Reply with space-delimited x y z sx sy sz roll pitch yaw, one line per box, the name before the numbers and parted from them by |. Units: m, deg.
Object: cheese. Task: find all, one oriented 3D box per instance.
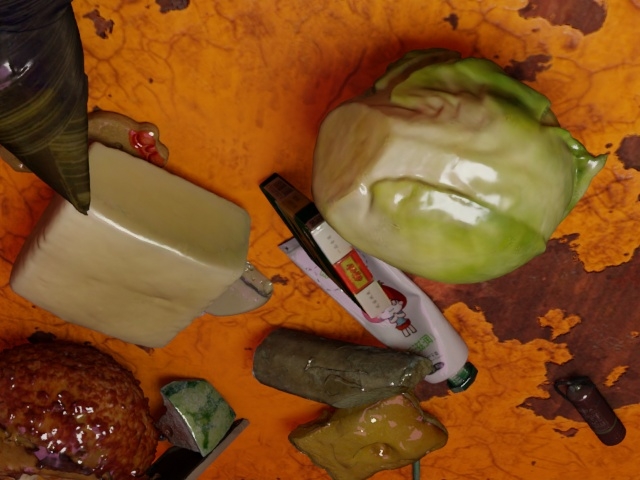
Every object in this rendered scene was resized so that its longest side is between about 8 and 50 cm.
cheese | -0.256 0.018 1.238 0.242 0.124 0.265 22 143 -24
cheese | -0.160 0.087 1.366 0.192 0.037 0.097 -29 121 34

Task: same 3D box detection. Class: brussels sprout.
brussels sprout | 0.135 -0.078 0.967 0.294 0.259 0.227 2 107 -35

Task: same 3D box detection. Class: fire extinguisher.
fire extinguisher | 0.397 0.246 1.388 0.078 0.045 0.157 -2 139 46

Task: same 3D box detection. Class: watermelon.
watermelon | -0.210 0.305 1.555 0.121 0.098 0.158 42 135 16

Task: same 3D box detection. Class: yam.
yam | 0.032 0.189 1.332 0.259 0.106 0.106 9 140 35

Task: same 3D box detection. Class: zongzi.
zongzi | -0.436 -0.224 0.973 0.403 0.208 0.432 6 126 5

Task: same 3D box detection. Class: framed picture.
framed picture | -0.264 0.401 1.543 0.211 0.289 0.020 -29 96 34

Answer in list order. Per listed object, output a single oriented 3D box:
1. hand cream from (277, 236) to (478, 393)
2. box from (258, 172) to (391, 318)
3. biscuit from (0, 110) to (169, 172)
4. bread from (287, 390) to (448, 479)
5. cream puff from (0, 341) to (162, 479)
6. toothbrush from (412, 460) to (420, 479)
hand cream | 0.096 0.093 1.302 0.121 0.076 0.336 -32 114 35
box | 0.000 0.000 1.111 0.034 0.235 0.132 -37 112 -5
biscuit | -0.308 -0.116 1.202 0.225 0.036 0.166 14 135 -1
bread | 0.081 0.304 1.494 0.233 0.088 0.161 -25 129 30
cream puff | -0.417 0.279 1.485 0.350 0.229 0.350 6 157 3
toothbrush | 0.166 0.405 1.619 0.024 0.018 0.257 1 134 9
